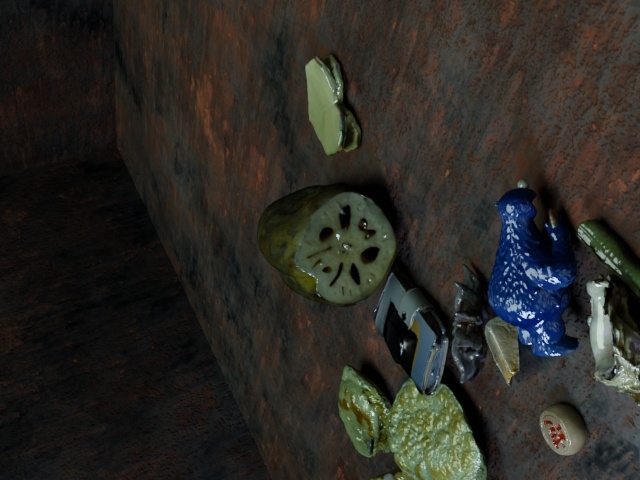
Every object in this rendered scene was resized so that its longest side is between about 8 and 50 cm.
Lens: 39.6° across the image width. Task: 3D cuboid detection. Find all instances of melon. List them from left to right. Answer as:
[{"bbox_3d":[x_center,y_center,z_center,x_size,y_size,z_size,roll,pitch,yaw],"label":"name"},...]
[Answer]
[{"bbox_3d":[0.307,0.186,1.470,0.182,0.054,0.098,63,-167,-71],"label":"melon"}]

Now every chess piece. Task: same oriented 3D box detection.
[{"bbox_3d":[0.389,0.303,1.427,0.083,0.038,0.084,46,146,44],"label":"chess piece"}]

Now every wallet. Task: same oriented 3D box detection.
[{"bbox_3d":[0.174,0.177,1.761,0.231,0.069,0.170,-124,36,-46],"label":"wallet"}]

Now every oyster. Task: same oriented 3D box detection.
[{"bbox_3d":[0.408,0.134,1.227,0.191,0.081,0.163,88,175,-67],"label":"oyster"}]

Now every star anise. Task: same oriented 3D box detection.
[{"bbox_3d":[0.257,0.153,1.527,0.181,0.061,0.205,84,-169,-47],"label":"star anise"}]

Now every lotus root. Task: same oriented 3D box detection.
[{"bbox_3d":[0.000,0.000,1.851,0.346,0.250,0.251,16,121,65],"label":"lotus root"}]

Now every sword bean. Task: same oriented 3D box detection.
[{"bbox_3d":[0.432,0.065,1.152,0.269,0.038,0.043,52,175,40],"label":"sword bean"}]

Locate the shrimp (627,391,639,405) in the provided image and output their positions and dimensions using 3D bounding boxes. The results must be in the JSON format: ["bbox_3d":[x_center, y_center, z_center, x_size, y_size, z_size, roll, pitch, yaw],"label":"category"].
[{"bbox_3d":[0.458,0.247,1.247,0.114,0.023,0.083,47,150,40],"label":"shrimp"}]

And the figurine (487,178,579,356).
[{"bbox_3d":[0.304,0.044,1.321,0.164,0.120,0.262,163,92,-71],"label":"figurine"}]

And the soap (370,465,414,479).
[{"bbox_3d":[0.214,0.598,1.931,0.233,0.135,0.076,69,157,4],"label":"soap"}]

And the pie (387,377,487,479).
[{"bbox_3d":[0.235,0.397,1.777,0.274,0.105,0.257,43,134,48],"label":"pie"}]

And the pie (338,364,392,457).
[{"bbox_3d":[0.103,0.413,2.109,0.201,0.089,0.248,44,149,44],"label":"pie"}]

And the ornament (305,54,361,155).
[{"bbox_3d":[0.011,-0.275,1.856,0.180,0.059,0.201,164,91,-69],"label":"ornament"}]
